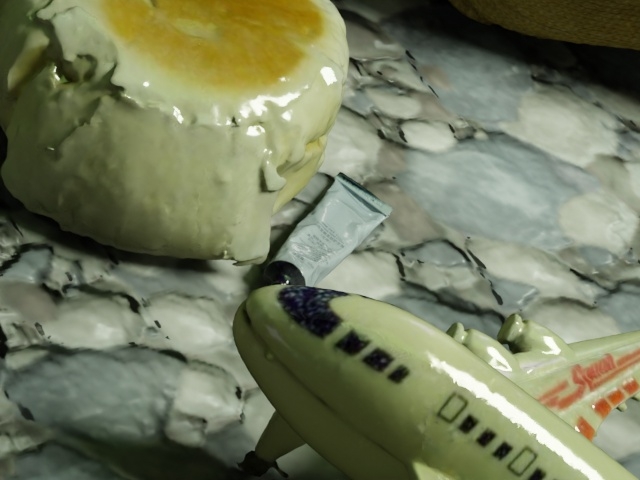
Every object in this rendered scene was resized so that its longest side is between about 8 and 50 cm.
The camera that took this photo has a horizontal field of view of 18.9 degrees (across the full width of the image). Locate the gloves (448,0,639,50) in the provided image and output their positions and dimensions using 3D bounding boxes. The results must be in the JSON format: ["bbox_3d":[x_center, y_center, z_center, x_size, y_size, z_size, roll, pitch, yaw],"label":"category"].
[{"bbox_3d":[0.116,-0.186,0.966,0.356,0.155,0.203,28,50,-8],"label":"gloves"}]

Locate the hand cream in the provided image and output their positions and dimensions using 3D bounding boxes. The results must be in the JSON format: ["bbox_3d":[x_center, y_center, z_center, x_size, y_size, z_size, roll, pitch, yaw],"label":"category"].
[{"bbox_3d":[0.000,0.000,0.822,0.030,0.019,0.093,34,34,7],"label":"hand cream"}]

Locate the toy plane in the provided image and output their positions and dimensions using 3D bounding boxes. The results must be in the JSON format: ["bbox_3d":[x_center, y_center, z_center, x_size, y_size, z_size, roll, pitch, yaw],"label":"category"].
[{"bbox_3d":[0.076,0.096,0.701,0.256,0.104,0.242,26,44,-5],"label":"toy plane"}]

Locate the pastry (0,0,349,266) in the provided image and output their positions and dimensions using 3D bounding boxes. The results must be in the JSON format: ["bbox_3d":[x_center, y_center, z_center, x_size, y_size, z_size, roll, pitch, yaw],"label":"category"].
[{"bbox_3d":[-0.065,-0.071,0.798,0.165,0.088,0.166,15,44,-15],"label":"pastry"}]
